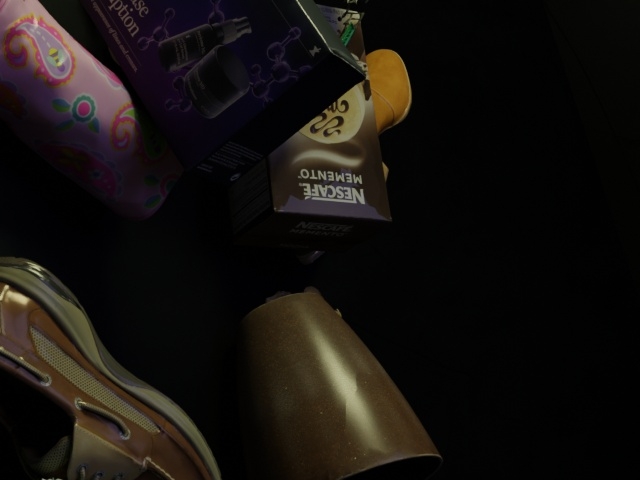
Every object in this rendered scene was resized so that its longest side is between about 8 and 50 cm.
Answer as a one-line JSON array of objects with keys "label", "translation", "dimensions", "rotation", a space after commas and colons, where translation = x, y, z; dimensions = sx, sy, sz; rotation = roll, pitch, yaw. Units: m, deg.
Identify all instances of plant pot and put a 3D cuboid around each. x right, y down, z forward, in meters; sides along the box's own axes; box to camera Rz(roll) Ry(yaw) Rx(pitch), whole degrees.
[{"label": "plant pot", "translation": [-0.006, 0.183, 1.332], "dimensions": [0.215, 0.215, 0.230], "rotation": [18, 44, -57]}]

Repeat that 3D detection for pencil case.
[{"label": "pencil case", "translation": [-0.244, -0.135, 1.141], "dimensions": [0.284, 0.124, 0.124], "rotation": [41, 41, -42]}]

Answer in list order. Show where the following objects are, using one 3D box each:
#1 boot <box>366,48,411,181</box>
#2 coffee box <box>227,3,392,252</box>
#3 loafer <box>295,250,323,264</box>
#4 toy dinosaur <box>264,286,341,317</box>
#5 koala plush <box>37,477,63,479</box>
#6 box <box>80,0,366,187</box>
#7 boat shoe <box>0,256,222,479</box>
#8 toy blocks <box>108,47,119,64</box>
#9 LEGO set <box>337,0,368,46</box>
[{"label": "boot", "translation": [0.036, -0.223, 1.722], "dimensions": [0.211, 0.104, 0.295], "rotation": [45, 42, -41]}, {"label": "coffee box", "translation": [-0.027, -0.144, 1.484], "dimensions": [0.168, 0.119, 0.297], "rotation": [4, 67, -30]}, {"label": "loafer", "translation": [0.000, 0.000, 1.593], "dimensions": [0.125, 0.045, 0.039], "rotation": [-67, 138, -55]}, {"label": "toy dinosaur", "translation": [0.001, 0.105, 1.522], "dimensions": [0.183, 0.053, 0.093], "rotation": [19, 57, -57]}, {"label": "koala plush", "translation": [-0.181, 0.315, 0.950], "dimensions": [0.196, 0.203, 0.221], "rotation": [49, 24, -37]}, {"label": "box", "translation": [-0.107, -0.214, 1.166], "dimensions": [0.261, 0.184, 0.103], "rotation": [56, 12, 18]}, {"label": "boat shoe", "translation": [-0.217, 0.165, 1.041], "dimensions": [0.324, 0.122, 0.120], "rotation": [50, 39, -20]}, {"label": "toy blocks", "translation": [-0.198, -0.264, 1.378], "dimensions": [0.148, 0.054, 0.123], "rotation": [-27, 96, -63]}, {"label": "LEGO set", "translation": [-0.057, -0.335, 1.382], "dimensions": [0.255, 0.192, 0.331], "rotation": [47, 60, -51]}]
